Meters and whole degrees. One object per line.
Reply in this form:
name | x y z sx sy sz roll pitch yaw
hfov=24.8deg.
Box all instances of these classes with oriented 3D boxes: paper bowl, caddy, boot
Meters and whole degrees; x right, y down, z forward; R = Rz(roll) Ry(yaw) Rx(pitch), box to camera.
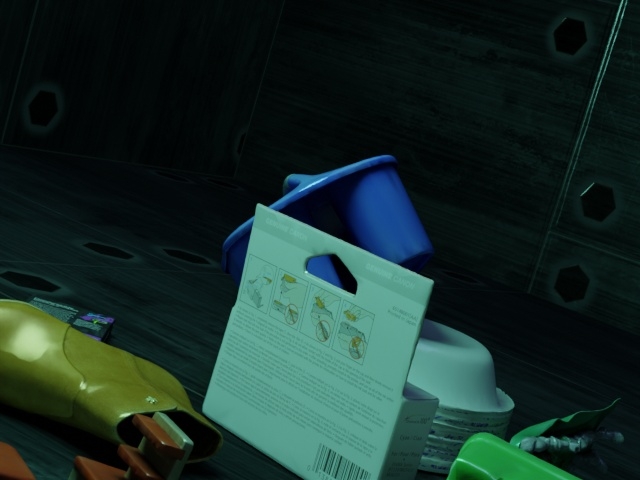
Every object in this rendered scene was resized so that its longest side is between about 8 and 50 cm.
paper bowl | 0.108 0.180 1.855 0.284 0.148 0.284 17 7 -2
caddy | 0.000 0.000 1.834 0.241 0.179 0.341 -28 -8 -10
boot | -0.255 0.147 1.482 0.295 0.104 0.211 16 6 -34

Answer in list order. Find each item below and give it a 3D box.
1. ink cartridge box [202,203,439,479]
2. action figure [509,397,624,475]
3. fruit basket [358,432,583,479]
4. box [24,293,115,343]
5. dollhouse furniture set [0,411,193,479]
ink cartridge box | 0.008 0.125 1.596 0.066 0.261 0.296 8 12 -43
action figure | 0.280 0.267 1.781 0.232 0.137 0.063 -3 32 -44
fruit basket | 0.220 0.305 1.316 0.327 0.165 0.353 25 -8 23
box | -0.330 0.110 1.861 0.116 0.029 0.162 17 9 -2
dollhouse furniture set | -0.243 0.168 1.101 0.259 0.135 0.262 22 4 -31
